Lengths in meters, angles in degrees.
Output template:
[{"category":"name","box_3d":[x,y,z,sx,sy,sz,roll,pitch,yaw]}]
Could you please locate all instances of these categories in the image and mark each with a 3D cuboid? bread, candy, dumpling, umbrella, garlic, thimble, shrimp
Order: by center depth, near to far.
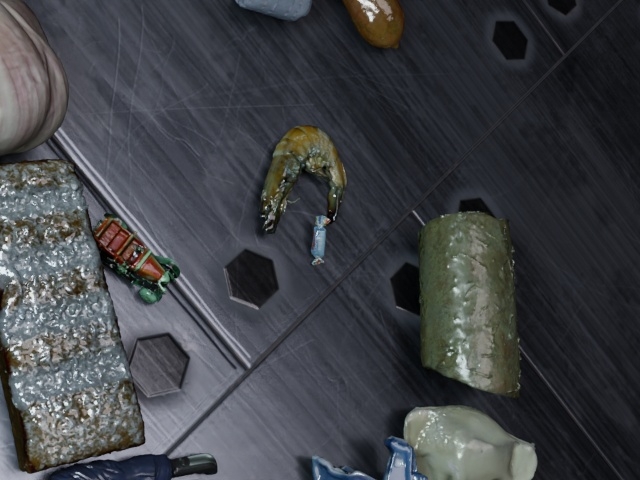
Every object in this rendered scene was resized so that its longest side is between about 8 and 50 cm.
[{"category":"garlic","box_3d":[-0.485,-0.226,1.137,0.317,0.259,0.317,4,44,-3]},{"category":"bread","box_3d":[-0.368,0.097,1.213,0.165,0.113,0.416,-14,84,-29]},{"category":"umbrella","box_3d":[-0.256,0.322,1.247,0.248,0.071,0.071,-7,80,-34]},{"category":"dumpling","box_3d":[0.231,0.359,1.481,0.216,0.126,0.166,20,94,-33]},{"category":"candy","box_3d":[0.000,0.000,1.485,0.030,0.020,0.083,-2,102,-21]},{"category":"shrimp","box_3d":[-0.025,-0.088,1.494,0.150,0.051,0.217,35,63,-25]},{"category":"thimble","box_3d":[-0.071,-0.452,1.518,0.118,0.127,0.151,11,80,-28]}]

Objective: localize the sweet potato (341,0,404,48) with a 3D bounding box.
[{"category":"sweet potato","box_3d":[0.066,-0.477,1.623,0.097,0.097,0.292,-26,89,-32]}]

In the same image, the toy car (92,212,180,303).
[{"category":"toy car","box_3d":[-0.275,0.025,1.318,0.143,0.054,0.073,40,62,-13]}]

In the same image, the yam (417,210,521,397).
[{"category":"yam","box_3d":[0.250,0.115,1.520,0.168,0.168,0.304,8,74,-27]}]

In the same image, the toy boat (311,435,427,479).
[{"category":"toy boat","box_3d":[0.133,0.383,1.388,0.309,0.129,0.142,16,81,-6]}]
